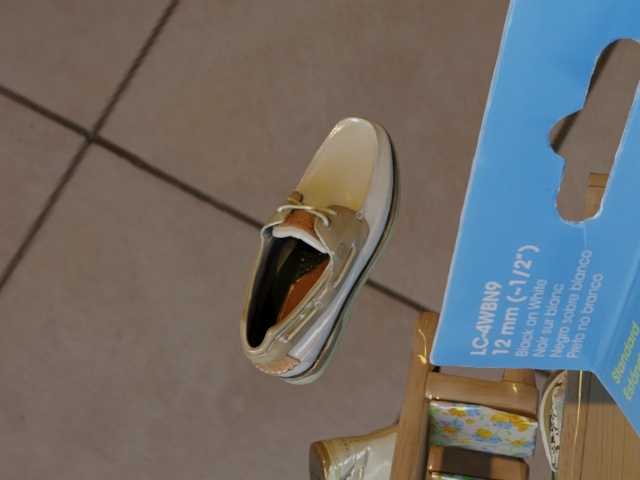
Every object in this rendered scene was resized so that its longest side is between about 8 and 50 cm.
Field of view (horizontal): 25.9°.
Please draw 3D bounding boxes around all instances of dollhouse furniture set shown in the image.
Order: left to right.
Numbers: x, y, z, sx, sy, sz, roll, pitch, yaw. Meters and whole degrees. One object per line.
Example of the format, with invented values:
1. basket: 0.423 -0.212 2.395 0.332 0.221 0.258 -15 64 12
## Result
1. dollhouse furniture set: 0.214 0.179 0.821 0.362 0.394 0.256 7 61 11

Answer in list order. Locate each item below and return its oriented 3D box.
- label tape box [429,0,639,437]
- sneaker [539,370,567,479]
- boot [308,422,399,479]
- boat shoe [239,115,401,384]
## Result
1. label tape box: 0.225 0.012 0.451 0.347 0.249 0.115 5 43 -3
2. sneaker: 0.301 0.301 1.359 0.158 0.182 0.410 -26 69 16
3. boot: 0.070 0.307 1.773 0.165 0.213 0.077 -16 49 -14
4. boat shoe: 0.000 0.000 1.481 0.113 0.103 0.302 10 78 30
